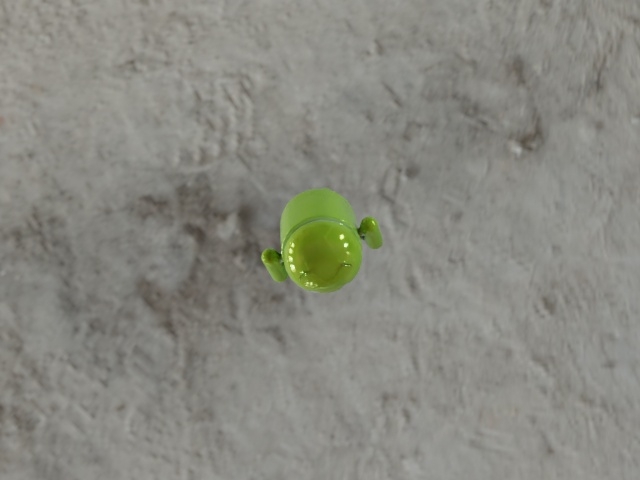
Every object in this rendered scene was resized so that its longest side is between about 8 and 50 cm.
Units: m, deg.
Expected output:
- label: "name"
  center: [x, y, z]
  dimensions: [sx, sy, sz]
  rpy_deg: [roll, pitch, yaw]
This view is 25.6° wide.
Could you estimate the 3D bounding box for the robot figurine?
- label: "robot figurine"
  center: [0.000, 0.000, 1.179]
  dimensions: [0.101, 0.115, 0.067]
  rpy_deg: [-17, 117, 4]
